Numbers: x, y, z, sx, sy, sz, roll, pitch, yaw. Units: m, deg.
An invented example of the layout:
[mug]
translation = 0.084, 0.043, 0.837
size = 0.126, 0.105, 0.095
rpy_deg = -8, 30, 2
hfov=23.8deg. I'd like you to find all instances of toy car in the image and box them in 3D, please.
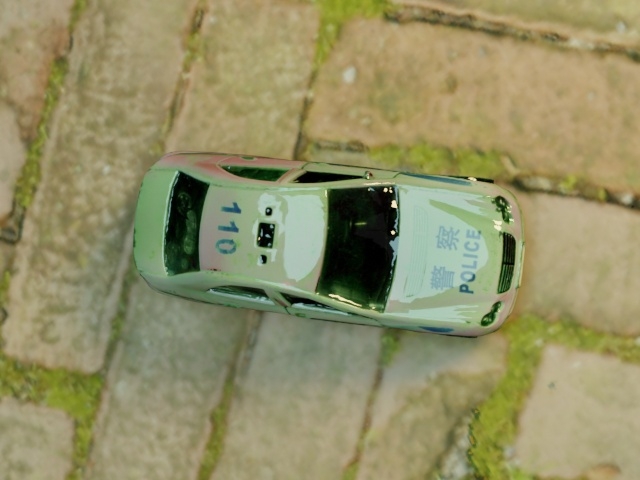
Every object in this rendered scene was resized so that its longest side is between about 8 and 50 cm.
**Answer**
[toy car]
translation = 0.000, 0.000, 0.844
size = 0.224, 0.076, 0.090
rpy_deg = 7, 90, 21
